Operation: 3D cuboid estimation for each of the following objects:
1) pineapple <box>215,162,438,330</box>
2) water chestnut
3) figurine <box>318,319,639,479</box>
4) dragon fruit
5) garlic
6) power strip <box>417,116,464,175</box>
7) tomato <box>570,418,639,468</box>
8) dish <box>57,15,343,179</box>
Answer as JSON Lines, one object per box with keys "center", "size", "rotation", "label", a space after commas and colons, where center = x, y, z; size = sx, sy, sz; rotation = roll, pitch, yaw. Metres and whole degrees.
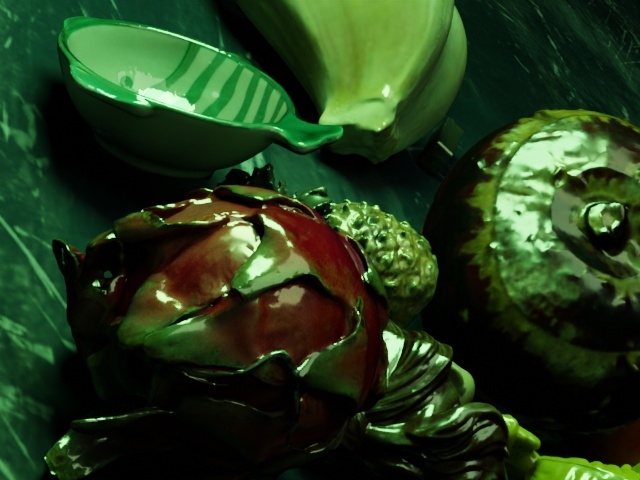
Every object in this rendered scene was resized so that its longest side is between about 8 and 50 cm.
{"center": [0.000, 0.000, 1.261], "size": [0.198, 0.108, 0.108], "rotation": [32, 25, -15], "label": "pineapple"}
{"center": [0.211, 0.037, 1.386], "size": [0.300, 0.300, 0.300], "rotation": [35, 24, -18], "label": "water chestnut"}
{"center": [0.139, 0.170, 1.122], "size": [0.315, 0.168, 0.187], "rotation": [36, -21, 6], "label": "figurine"}
{"center": [-0.062, 0.061, 0.961], "size": [0.274, 0.193, 0.192], "rotation": [-20, 91, -64], "label": "dragon fruit"}
{"center": [0.019, -0.253, 1.633], "size": [0.340, 0.246, 0.231], "rotation": [45, 0, 16], "label": "garlic"}
{"center": [0.139, -0.108, 1.755], "size": [0.029, 0.038, 0.111], "rotation": [42, 23, -5], "label": "power strip"}
{"center": [0.340, 0.215, 1.457], "size": [0.225, 0.085, 0.225], "rotation": [36, 21, -16], "label": "tomato"}
{"center": [-0.111, -0.099, 1.233], "size": [0.246, 0.078, 0.224], "rotation": [26, 22, 16], "label": "dish"}
